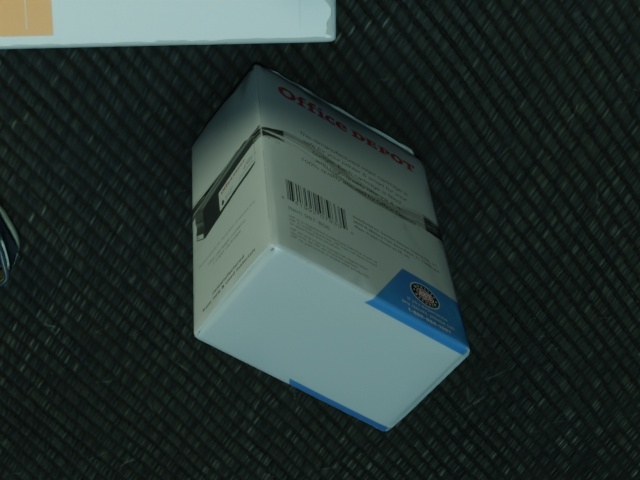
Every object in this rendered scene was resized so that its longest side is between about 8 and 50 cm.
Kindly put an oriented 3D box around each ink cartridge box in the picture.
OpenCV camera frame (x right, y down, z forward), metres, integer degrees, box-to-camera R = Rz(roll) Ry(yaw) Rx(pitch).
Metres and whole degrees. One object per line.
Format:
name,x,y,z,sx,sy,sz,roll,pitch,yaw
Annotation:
ink cartridge box,0.000,0.000,1.809,0.285,0.395,0.166,29,119,-24

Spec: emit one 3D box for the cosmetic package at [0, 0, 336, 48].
cosmetic package,-0.215,-0.337,1.650,0.453,0.161,0.230,-3,106,-6

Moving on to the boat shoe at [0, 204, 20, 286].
boat shoe,-0.473,-0.045,1.908,0.095,0.079,0.254,-18,125,6
